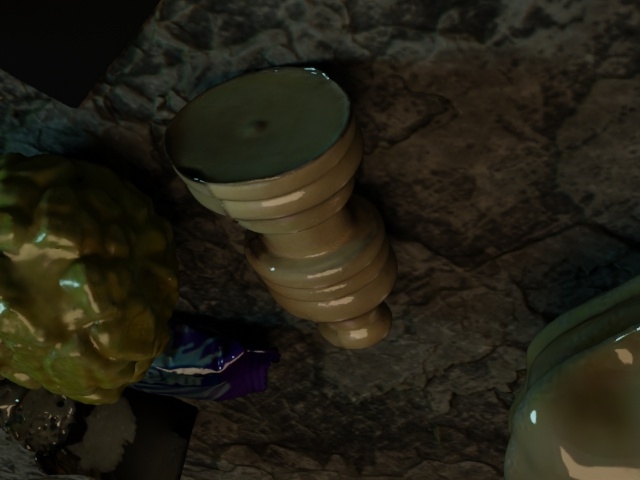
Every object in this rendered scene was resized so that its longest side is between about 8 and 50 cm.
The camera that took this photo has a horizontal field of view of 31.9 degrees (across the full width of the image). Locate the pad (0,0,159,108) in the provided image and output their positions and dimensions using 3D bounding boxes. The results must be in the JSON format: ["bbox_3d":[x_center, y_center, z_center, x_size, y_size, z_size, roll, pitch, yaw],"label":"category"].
[{"bbox_3d":[-0.200,-0.195,0.808,0.163,0.004,0.243,30,140,-22],"label":"pad"}]

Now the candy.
[{"bbox_3d":[-0.177,0.118,1.168,0.275,0.070,0.145,9,152,1],"label":"candy"}]

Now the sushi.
[{"bbox_3d":[-0.290,0.216,1.297,0.273,0.134,0.109,23,171,-26],"label":"sushi"}]

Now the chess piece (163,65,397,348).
[{"bbox_3d":[0.000,0.000,0.933,0.138,0.124,0.307,-29,140,0],"label":"chess piece"}]

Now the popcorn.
[{"bbox_3d":[-0.232,0.035,0.975,0.216,0.181,0.235,-1,137,19],"label":"popcorn"}]

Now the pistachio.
[{"bbox_3d":[0.362,0.161,0.891,0.445,0.281,0.365,-6,125,24],"label":"pistachio"}]
